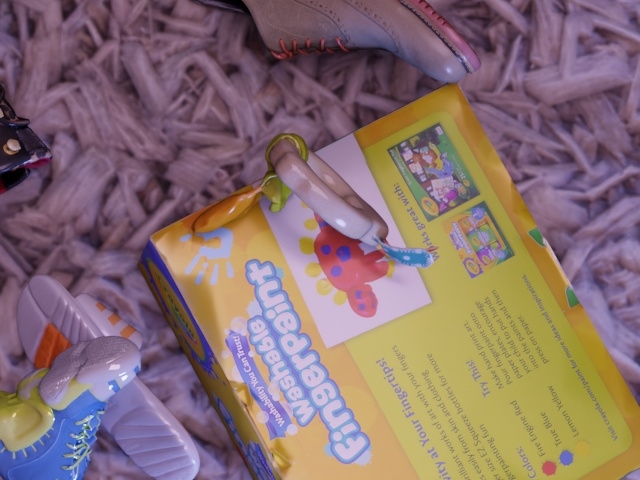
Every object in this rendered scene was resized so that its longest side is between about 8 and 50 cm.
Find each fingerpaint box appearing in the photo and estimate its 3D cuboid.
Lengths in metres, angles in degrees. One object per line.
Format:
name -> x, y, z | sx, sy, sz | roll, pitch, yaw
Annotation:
fingerpaint box -> 0.077, 0.120, 1.903 | 0.371, 0.163, 0.445 | -28, 85, -14

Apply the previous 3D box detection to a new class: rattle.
rattle -> 0.000, 0.000, 1.794 | 0.200, 0.130, 0.143 | 41, 84, -25

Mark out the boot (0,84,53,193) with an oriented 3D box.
boot -> -0.357, -0.200, 1.885 | 0.377, 0.138, 0.284 | -28, 86, -10

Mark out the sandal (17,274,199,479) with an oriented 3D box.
sandal -> -0.208, 0.140, 1.884 | 0.265, 0.102, 0.076 | 47, 38, 9

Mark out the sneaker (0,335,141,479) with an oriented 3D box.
sneaker -> -0.249, 0.183, 1.832 | 0.126, 0.240, 0.091 | 56, 34, -15

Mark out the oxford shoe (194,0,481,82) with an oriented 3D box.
oxford shoe -> 0.010, -0.231, 1.933 | 0.348, 0.123, 0.130 | 30, 82, 29
